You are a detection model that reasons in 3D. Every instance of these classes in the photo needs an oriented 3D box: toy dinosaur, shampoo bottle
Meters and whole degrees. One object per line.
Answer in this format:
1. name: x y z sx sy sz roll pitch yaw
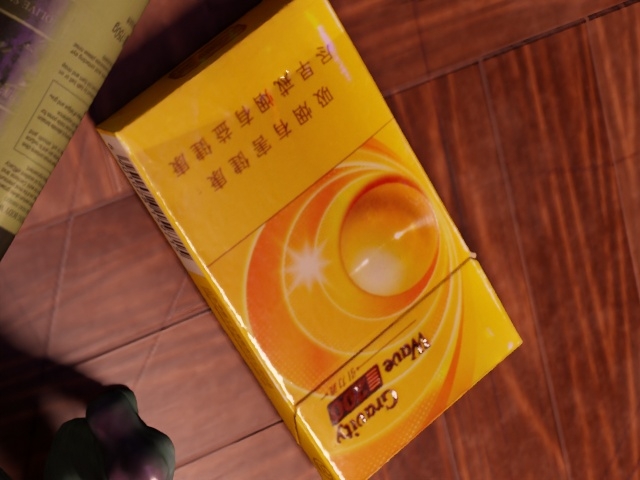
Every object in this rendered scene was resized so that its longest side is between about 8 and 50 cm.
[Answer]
1. toy dinosaur: -0.062 0.194 0.895 0.129 0.331 0.383 -37 113 -16
2. shampoo bottle: -0.187 -0.045 0.911 0.101 0.101 0.284 32 84 -30

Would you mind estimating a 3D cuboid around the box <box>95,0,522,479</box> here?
1. box: 0.000 0.000 1.057 0.152 0.043 0.269 -38 115 -17
